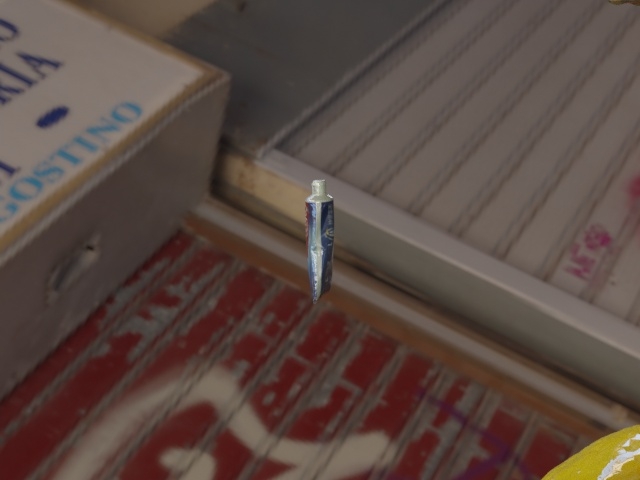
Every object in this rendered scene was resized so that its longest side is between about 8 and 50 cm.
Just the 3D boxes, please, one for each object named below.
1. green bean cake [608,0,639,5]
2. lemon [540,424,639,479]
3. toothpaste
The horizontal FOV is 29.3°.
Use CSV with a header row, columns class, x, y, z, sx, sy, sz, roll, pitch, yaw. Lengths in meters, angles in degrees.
class,x,y,z,sx,sy,sz,roll,pitch,yaw
green bean cake,0.139,-0.200,0.505,0.181,0.094,0.173,-99,5,-54
lemon,0.204,0.213,0.680,0.240,0.240,0.219,-58,-39,-20
toothpaste,0.000,0.000,0.828,0.027,0.019,0.083,-33,-56,-62
